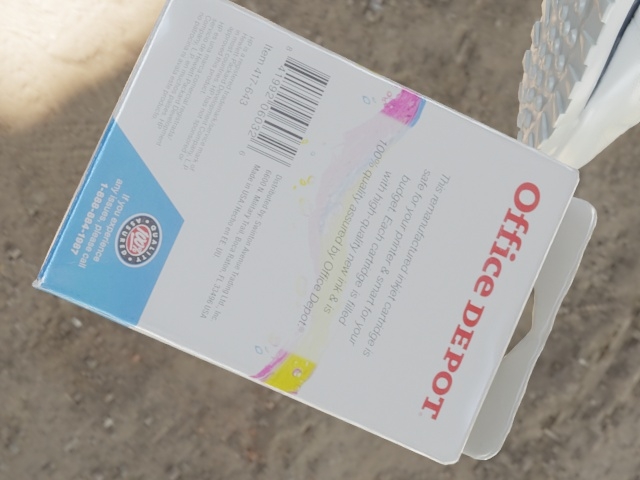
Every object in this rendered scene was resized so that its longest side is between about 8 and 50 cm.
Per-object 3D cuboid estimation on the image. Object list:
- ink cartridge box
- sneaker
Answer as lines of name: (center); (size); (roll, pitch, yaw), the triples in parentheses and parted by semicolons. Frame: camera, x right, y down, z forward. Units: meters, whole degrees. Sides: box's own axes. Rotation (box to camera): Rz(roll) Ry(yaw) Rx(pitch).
ink cartridge box: (0.000, 0.000, 0.422); (0.143, 0.090, 0.092); (26, 86, -10)
sneaker: (0.164, -0.106, 0.676); (0.095, 0.090, 0.235); (9, 143, -14)
